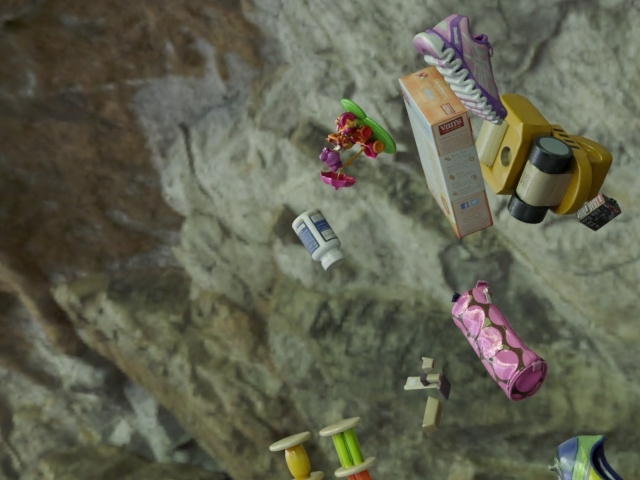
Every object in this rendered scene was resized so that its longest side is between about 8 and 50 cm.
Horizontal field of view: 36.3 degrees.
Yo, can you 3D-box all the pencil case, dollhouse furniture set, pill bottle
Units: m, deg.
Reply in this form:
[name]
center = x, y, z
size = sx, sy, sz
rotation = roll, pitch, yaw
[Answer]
[pencil case]
center = 0.307, 0.170, 1.672
size = 0.095, 0.209, 0.098
rotation = 5, -53, -37
[dollhouse furniture set]
center = 0.170, 0.281, 1.738
size = 0.081, 0.114, 0.091
rotation = -8, -44, 30
[pill bottle]
center = 0.000, 0.000, 1.982
size = 0.067, 0.120, 0.067
rotation = -30, -17, -10

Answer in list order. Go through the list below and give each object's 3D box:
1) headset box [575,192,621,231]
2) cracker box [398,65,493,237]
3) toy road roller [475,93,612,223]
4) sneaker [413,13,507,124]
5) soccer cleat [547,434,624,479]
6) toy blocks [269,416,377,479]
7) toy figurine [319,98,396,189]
[headset box]
center = 0.612, -0.064, 2.140
size = 0.062, 0.032, 0.083
rotation = 24, -52, -31
[cracker box]
center = 0.202, -0.141, 1.558
size = 0.067, 0.156, 0.232
rotation = -22, -51, 0
[toy road roller]
center = 0.545, -0.195, 2.363
size = 0.240, 0.330, 0.203
rotation = -2, -51, -23
[sneaker]
center = 0.269, -0.303, 1.710
size = 0.236, 0.104, 0.095
rotation = 45, -5, -30
[soccer cleat]
center = 0.468, 0.453, 1.570
size = 0.121, 0.289, 0.093
rotation = -27, -22, 20
[toy blocks]
center = 0.017, 0.294, 1.146
size = 0.123, 0.148, 0.054
rotation = -20, -3, 22
[toy figurine]
center = 0.055, -0.192, 2.119
size = 0.173, 0.159, 0.130
rotation = 48, -15, -33
